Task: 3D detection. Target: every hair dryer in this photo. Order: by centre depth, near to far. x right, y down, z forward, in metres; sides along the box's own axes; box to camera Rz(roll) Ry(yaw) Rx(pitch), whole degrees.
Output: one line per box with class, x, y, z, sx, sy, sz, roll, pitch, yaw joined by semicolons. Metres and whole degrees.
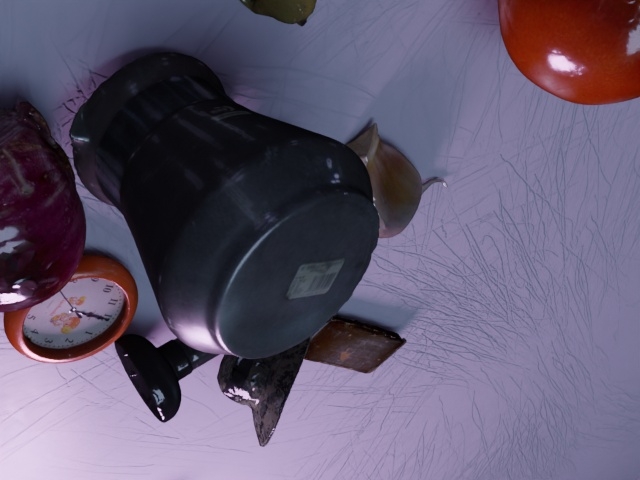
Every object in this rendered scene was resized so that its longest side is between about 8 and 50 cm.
hair dryer;-0.209;0.094;1.540;0.320;0.155;0.284;-38;123;-15

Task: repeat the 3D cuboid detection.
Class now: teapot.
teapot;-0.105;-0.061;1.215;0.376;0.362;0.306;-5;130;-47

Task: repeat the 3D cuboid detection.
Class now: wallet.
wallet;0.058;0.204;1.861;0.232;0.031;0.122;21;120;-44

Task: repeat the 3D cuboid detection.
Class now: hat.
hat;-0.111;0.230;1.678;0.128;0.266;0.266;21;122;-9

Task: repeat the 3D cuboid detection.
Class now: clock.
clock;-0.376;0.104;1.434;0.205;0.051;0.205;-20;138;-19

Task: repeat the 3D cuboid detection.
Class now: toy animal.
toy animal;-0.069;-0.336;1.154;0.103;0.101;0.219;-36;141;5

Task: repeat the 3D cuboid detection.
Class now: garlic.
garlic;0.115;-0.068;1.583;0.148;0.129;0.266;-34;154;20

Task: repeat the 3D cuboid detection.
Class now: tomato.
tomato;0.406;-0.344;1.344;0.321;0.321;0.322;-19;139;-18

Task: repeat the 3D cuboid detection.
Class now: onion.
onion;-0.398;-0.022;1.153;0.272;0.230;0.256;-45;141;2
